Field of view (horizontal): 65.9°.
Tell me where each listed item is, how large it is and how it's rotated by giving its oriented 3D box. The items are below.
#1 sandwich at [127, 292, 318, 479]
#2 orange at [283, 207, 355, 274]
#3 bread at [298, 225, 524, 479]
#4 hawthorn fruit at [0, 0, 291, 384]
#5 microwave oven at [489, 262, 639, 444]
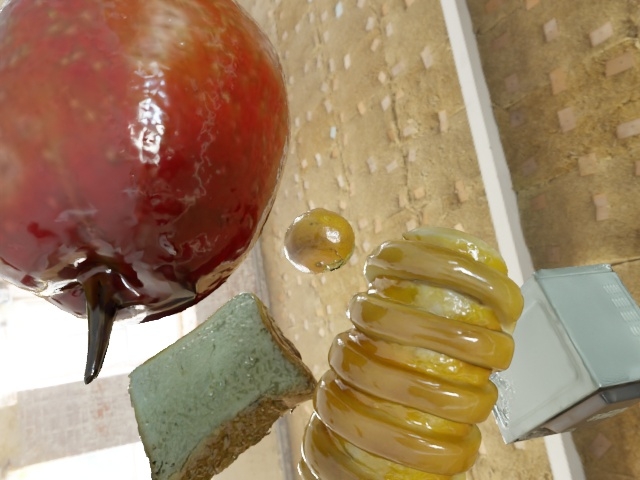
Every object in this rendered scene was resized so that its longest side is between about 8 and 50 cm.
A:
[{"bbox_3d":[-0.152,0.210,0.725,0.226,0.251,0.087,49,-8,48],"label":"sandwich"},{"bbox_3d":[0.000,0.000,1.051,0.156,0.157,0.133,-41,-140,55],"label":"orange"},{"bbox_3d":[0.088,0.138,0.489,0.121,0.173,0.310,-30,136,-82],"label":"bread"},{"bbox_3d":[-0.165,-0.057,0.429,0.284,0.285,0.368,124,-27,-47],"label":"hawthorn fruit"},{"bbox_3d":[0.436,0.213,0.897,0.295,0.182,0.237,106,-25,-51],"label":"microwave oven"}]
